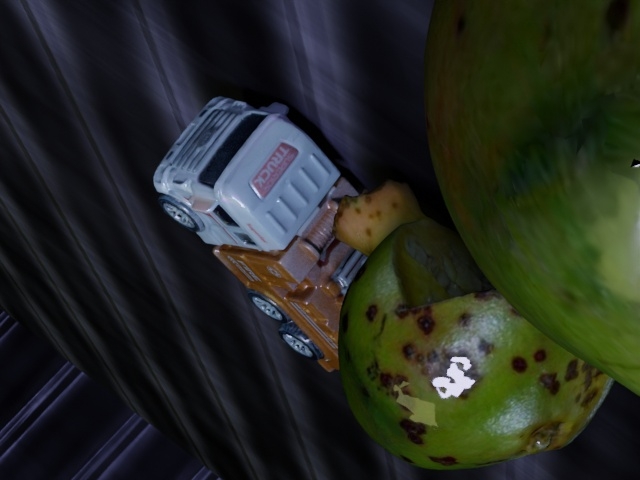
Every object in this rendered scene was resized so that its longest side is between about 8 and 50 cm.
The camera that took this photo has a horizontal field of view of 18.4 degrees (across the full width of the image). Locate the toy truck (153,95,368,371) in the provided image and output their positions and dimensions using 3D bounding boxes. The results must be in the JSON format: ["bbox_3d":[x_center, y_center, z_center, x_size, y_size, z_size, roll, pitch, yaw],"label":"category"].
[{"bbox_3d":[-0.001,0.001,1.110,0.177,0.080,0.115,46,161,-30],"label":"toy truck"}]

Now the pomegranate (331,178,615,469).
[{"bbox_3d":[0.062,0.052,1.009,0.169,0.122,0.143,30,-167,28],"label":"pomegranate"}]

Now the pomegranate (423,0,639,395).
[{"bbox_3d":[0.134,-0.026,0.443,0.225,0.187,0.187,36,169,-17],"label":"pomegranate"}]
